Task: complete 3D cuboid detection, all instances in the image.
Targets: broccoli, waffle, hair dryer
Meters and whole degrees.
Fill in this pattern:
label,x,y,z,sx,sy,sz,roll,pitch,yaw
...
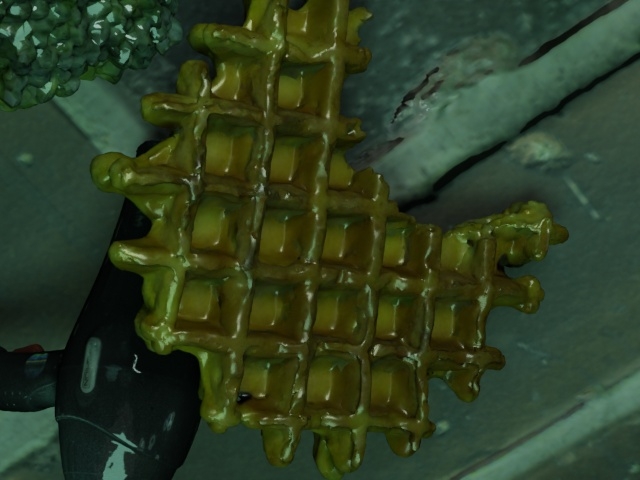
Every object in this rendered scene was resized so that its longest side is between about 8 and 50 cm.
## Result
label,x,y,z,sx,sy,sz,roll,pitch,yaw
broccoli,-0.192,-0.186,0.798,0.243,0.263,0.247,-2,85,30
waffle,0.000,0.000,0.889,0.260,0.069,0.293,-48,112,-20
hair dryer,-0.189,0.049,0.951,0.271,0.236,0.091,0,163,26
